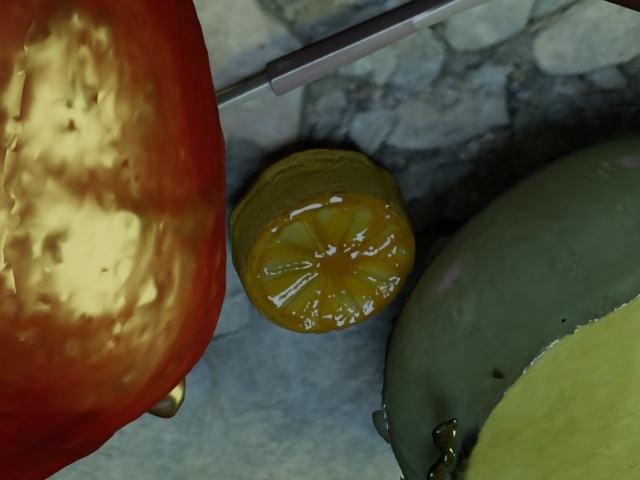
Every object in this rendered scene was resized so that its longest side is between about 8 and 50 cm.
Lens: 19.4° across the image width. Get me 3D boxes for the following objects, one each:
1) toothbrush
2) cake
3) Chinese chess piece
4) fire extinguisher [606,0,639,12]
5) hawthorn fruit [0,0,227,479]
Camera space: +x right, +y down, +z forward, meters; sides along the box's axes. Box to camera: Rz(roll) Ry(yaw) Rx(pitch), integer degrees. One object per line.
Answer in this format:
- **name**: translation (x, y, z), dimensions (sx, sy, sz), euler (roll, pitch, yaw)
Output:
- **toothbrush**: translation (-0.002, -0.076, 0.783), dimensions (0.194, 0.014, 0.017), euler (-21, 128, 4)
- **cake**: translation (0.000, 0.000, 0.822), dimensions (0.084, 0.044, 0.084), euler (-7, 129, -9)
- **Chinese chess piece**: translation (0.137, 0.056, 0.843), dimensions (0.237, 0.092, 0.238), euler (-15, 137, -15)
- **fire extinguisher**: translation (0.120, -0.124, 0.719), dimensions (0.344, 0.102, 0.138), euler (13, 124, -22)
- **hawthorn fruit**: translation (-0.148, -0.026, 0.638), dimensions (0.265, 0.265, 0.307), euler (-35, 135, 14)
